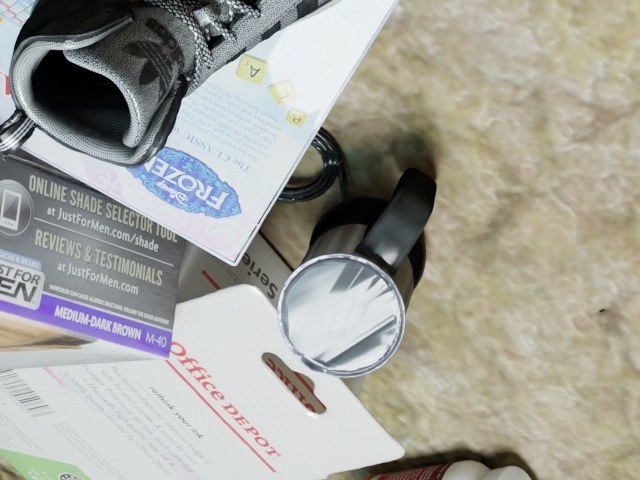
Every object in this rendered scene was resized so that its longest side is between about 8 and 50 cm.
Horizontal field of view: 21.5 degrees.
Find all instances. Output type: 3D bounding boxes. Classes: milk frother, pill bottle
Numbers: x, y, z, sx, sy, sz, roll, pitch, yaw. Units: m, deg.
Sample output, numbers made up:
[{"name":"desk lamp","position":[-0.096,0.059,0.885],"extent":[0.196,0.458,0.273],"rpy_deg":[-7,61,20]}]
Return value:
[{"name":"milk frother","position":[0.000,0.000,1.119],"extent":[0.143,0.135,0.129],"rpy_deg":[16,108,4]},{"name":"pill bottle","position":[0.096,0.223,1.353],"extent":[0.152,0.086,0.086],"rpy_deg":[-16,126,36]}]

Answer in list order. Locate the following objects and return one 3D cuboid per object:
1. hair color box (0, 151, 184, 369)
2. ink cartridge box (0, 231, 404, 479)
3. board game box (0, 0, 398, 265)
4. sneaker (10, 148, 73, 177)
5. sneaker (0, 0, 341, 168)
[{"name":"hair color box","position":[-0.279,0.026,1.165],"extent":[0.339,0.110,0.185],"rpy_deg":[-9,160,40]},{"name":"ink cartridge box","position":[-0.111,0.089,1.278],"extent":[0.353,0.119,0.207],"rpy_deg":[-15,128,37]},{"name":"board game box","position":[-0.114,-0.182,0.977],"extent":[0.319,0.066,0.318],"rpy_deg":[30,125,-7]},{"name":"sneaker","position":[-0.269,-0.088,1.202],"extent":[0.232,0.090,0.115],"rpy_deg":[-2,122,21]},{"name":"sneaker","position":[-0.057,-0.121,0.868],"extent":[0.268,0.153,0.101],"rpy_deg":[-26,115,27]}]
